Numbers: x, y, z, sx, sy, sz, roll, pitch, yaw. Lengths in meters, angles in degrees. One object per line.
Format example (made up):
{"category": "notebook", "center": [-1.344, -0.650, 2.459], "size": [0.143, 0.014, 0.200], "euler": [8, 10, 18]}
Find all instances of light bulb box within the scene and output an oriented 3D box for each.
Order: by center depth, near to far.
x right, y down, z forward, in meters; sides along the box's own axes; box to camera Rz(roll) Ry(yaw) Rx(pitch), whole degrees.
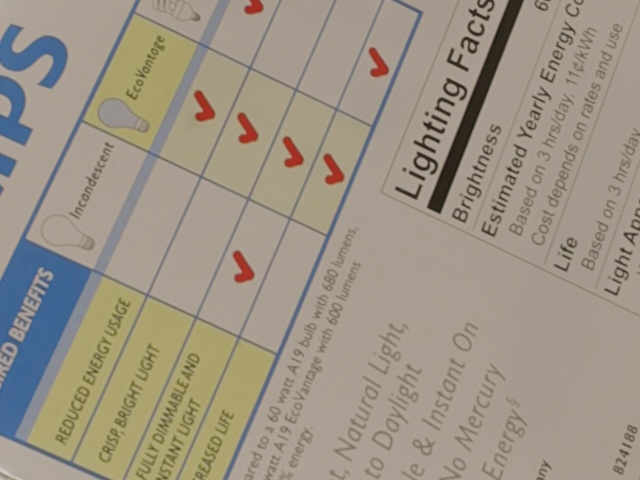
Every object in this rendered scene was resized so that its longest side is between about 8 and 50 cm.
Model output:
{"category": "light bulb box", "center": [0.000, 0.000, 0.778], "size": [0.361, 0.225, 0.358], "euler": [25, -108, -6]}
